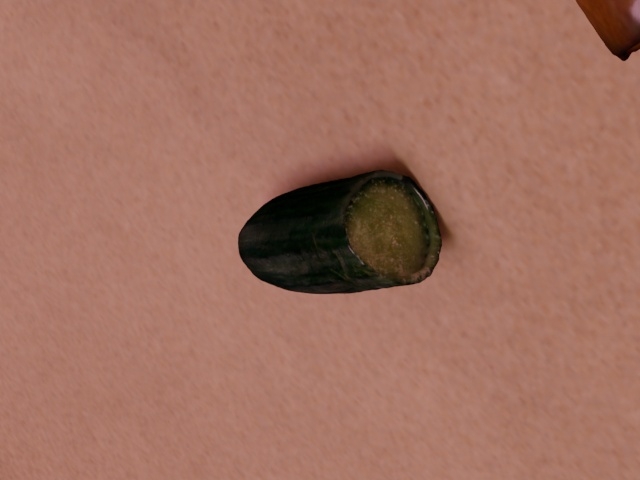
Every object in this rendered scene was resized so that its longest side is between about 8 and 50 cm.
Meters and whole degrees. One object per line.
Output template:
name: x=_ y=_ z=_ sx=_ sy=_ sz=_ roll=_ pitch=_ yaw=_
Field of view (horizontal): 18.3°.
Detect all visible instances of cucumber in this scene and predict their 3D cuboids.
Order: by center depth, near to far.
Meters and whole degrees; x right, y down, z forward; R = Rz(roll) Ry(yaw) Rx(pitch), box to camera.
cucumber: x=0.000 y=0.000 z=0.817 sx=0.105 sy=0.048 sz=0.048 roll=-9 pitch=112 yaw=52

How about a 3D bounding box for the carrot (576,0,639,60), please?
carrot: x=0.065 y=-0.149 z=0.609 sx=0.205 sy=0.072 sz=0.072 roll=54 pitch=145 yaw=8
